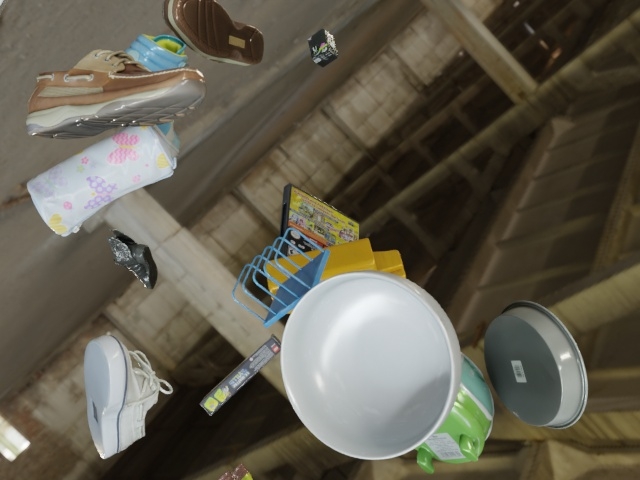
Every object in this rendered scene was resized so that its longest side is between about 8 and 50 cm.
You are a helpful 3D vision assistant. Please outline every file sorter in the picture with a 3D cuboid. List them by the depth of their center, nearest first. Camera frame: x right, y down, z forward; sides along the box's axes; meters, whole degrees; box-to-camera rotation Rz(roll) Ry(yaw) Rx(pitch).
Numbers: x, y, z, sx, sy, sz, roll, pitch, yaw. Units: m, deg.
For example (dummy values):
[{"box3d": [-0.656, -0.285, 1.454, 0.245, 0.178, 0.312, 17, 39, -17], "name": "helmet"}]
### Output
[{"box3d": [-0.083, 0.071, 1.443, 0.170, 0.104, 0.118, -38, -159, 40], "name": "file sorter"}]

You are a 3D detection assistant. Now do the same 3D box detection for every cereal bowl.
[{"box3d": [0.104, 0.219, 1.320, 0.339, 0.339, 0.141, -42, 161, 23], "name": "cereal bowl"}]

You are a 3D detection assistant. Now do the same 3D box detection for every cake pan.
[{"box3d": [0.462, 0.281, 1.596, 0.054, 0.293, 0.293, -13, 172, -24], "name": "cake pan"}]

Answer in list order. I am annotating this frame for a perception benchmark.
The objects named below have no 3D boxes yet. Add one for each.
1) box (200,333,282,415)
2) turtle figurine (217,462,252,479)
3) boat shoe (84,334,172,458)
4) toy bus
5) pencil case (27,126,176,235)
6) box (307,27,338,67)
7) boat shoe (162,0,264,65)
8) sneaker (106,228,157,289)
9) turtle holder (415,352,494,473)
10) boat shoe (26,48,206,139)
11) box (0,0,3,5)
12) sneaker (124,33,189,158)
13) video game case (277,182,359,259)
[{"box3d": [-0.167, 0.287, 1.559, 0.207, 0.036, 0.114, -43, 179, -6], "name": "box"}, {"box3d": [-0.155, 0.638, 1.706, 0.269, 0.217, 0.087, -19, 147, -56], "name": "turtle figurine"}, {"box3d": [-0.383, 0.307, 1.467, 0.156, 0.136, 0.367, -18, 140, -31], "name": "boat shoe"}, {"box3d": [0.040, 0.085, 1.792, 0.332, 0.130, 0.108, -13, -137, 1], "name": "toy bus"}, {"box3d": [-0.414, -0.121, 1.369, 0.273, 0.124, 0.113, -32, 174, -6], "name": "pencil case"}, {"box3d": [0.007, -0.557, 2.084, 0.062, 0.083, 0.052, -26, 152, 30], "name": "box"}, {"box3d": [-0.199, -0.351, 1.231, 0.257, 0.095, 0.095, 12, 85, -64], "name": "boat shoe"}, {"box3d": [-0.440, 0.046, 1.685, 0.170, 0.089, 0.051, 89, 13, -47], "name": "sneaker"}, {"box3d": [0.255, 0.362, 1.683, 0.227, 0.320, 0.243, -53, 169, -40], "name": "turtle holder"}, {"box3d": [-0.316, -0.228, 1.068, 0.324, 0.117, 0.123, -4, 178, 25], "name": "boat shoe"}, {"box3d": [-0.568, -0.408, 1.156, 0.182, 0.119, 0.181, -50, -152, 16], "name": "box"}, {"box3d": [-0.338, -0.316, 1.557, 0.208, 0.127, 0.319, -54, 162, -9], "name": "sneaker"}, {"box3d": [0.000, 0.000, 2.027, 0.035, 0.274, 0.248, -30, -136, 40], "name": "video game case"}]
